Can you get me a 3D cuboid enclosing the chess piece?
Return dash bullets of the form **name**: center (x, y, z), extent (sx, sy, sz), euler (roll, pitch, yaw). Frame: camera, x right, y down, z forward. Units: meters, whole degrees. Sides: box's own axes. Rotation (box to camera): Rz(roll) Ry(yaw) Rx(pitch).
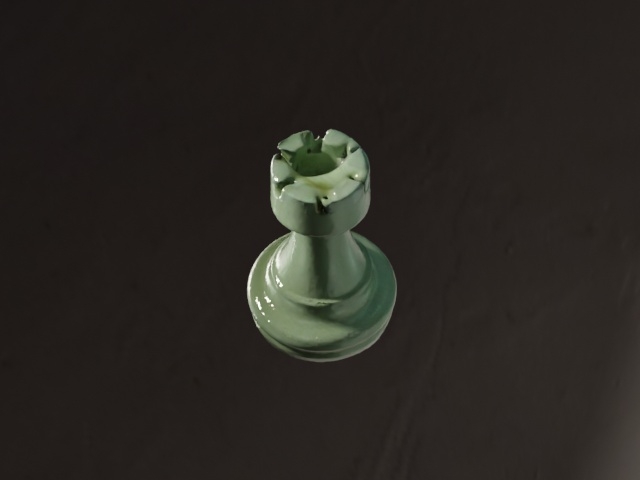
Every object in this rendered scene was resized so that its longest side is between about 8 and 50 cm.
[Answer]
- **chess piece**: center (0.000, 0.000, 0.827), extent (0.067, 0.103, 0.067), euler (-1, 54, 1)
